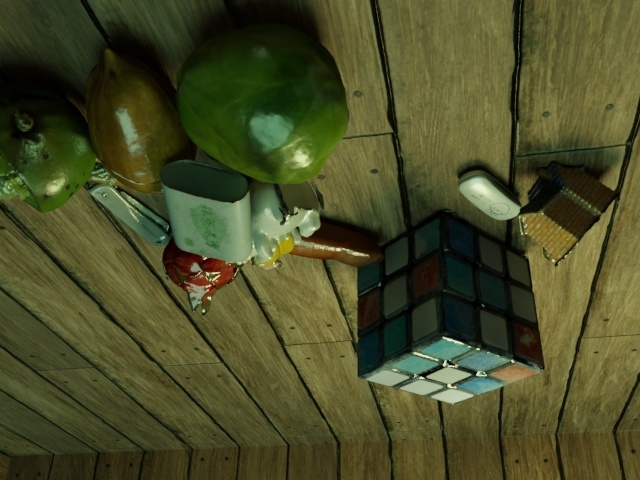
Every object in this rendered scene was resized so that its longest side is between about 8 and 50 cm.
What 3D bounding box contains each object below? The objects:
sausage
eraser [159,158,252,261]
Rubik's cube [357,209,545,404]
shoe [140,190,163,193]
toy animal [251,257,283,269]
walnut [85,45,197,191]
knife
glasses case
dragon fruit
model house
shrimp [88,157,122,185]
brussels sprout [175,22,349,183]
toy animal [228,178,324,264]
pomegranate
[{"bbox_3d":[0.000,0.000,1.759,0.348,0.094,0.097,11,156,-17],"label":"sausage"},{"bbox_3d":[-0.220,-0.054,1.373,0.174,0.081,0.227,16,148,6],"label":"eraser"},{"bbox_3d":[0.322,0.195,1.802,0.362,0.359,0.363,22,141,-31],"label":"Rubik's cube"},{"bbox_3d":[-0.369,-0.139,1.582,0.109,0.069,0.072,-1,-175,23],"label":"shoe"},{"bbox_3d":[-0.153,0.025,1.812,0.089,0.083,0.150,-12,143,16],"label":"toy animal"},{"bbox_3d":[-0.354,-0.230,1.333,0.209,0.209,0.336,-4,141,8],"label":"walnut"},{"bbox_3d":[-0.466,-0.070,1.722,0.073,0.041,0.265,-25,139,17],"label":"knife"},{"bbox_3d":[0.399,-0.104,1.621,0.076,0.049,0.197,-27,137,35],"label":"glasses case"},{"bbox_3d":[-0.303,0.055,1.759,0.193,0.192,0.274,28,122,1],"label":"dragon fruit"},{"bbox_3d":[0.534,-0.070,1.569,0.172,0.183,0.166,41,148,10],"label":"model house"},{"bbox_3d":[-0.515,-0.164,1.575,0.180,0.041,0.099,4,145,-3],"label":"shrimp"},{"bbox_3d":[-0.095,-0.246,1.255,0.344,0.268,0.344,20,171,3],"label":"brussels sprout"},{"bbox_3d":[-0.162,-0.051,1.573,0.310,0.183,0.247,-24,105,31],"label":"toy animal"},{"bbox_3d":[-0.585,-0.182,1.393,0.260,0.261,0.340,11,177,-14],"label":"pomegranate"}]
